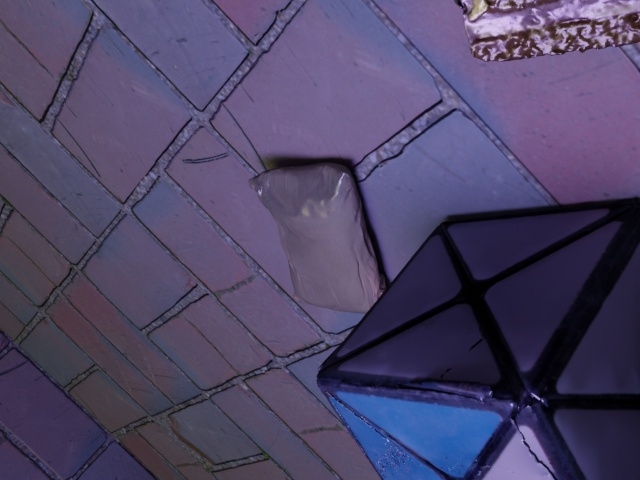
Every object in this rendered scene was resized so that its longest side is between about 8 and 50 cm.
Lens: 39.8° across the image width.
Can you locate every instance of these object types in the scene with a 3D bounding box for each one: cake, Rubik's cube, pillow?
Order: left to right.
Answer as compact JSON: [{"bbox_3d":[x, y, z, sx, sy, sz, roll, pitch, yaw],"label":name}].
[{"bbox_3d":[0.000,0.000,1.239,0.173,0.067,0.270,9,136,33],"label":"pillow"},{"bbox_3d":[0.227,0.171,0.976,0.305,0.310,0.307,-6,123,48],"label":"Rubik's cube"},{"bbox_3d":[0.230,-0.214,0.716,0.295,0.113,0.116,5,135,36],"label":"cake"}]
